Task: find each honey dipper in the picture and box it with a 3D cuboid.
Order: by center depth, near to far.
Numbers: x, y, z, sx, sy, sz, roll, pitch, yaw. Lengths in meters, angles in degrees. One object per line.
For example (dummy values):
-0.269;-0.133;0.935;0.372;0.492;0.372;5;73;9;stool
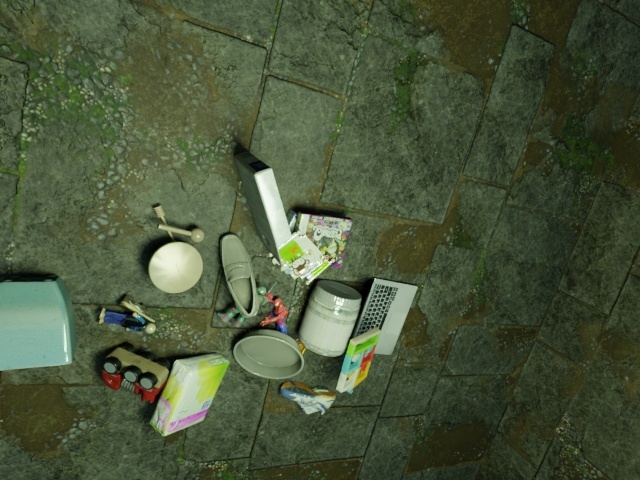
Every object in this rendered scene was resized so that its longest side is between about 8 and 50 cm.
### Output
-0.540;-0.050;1.535;0.030;0.030;0.161;-25;119;-15;honey dipper

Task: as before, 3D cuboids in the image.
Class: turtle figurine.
-0.283;0.235;1.721;0.234;0.118;0.175;-46;121;3;turtle figurine

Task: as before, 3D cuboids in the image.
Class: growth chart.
-0.073;0.070;1.674;0.172;0.021;0.237;-46;123;1;growth chart

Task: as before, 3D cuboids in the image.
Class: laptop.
0.269;0.389;1.961;0.407;0.236;0.382;13;104;-25;laptop

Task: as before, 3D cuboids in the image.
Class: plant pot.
-0.903;0.239;1.363;0.247;0.247;0.252;2;91;-26;plant pot

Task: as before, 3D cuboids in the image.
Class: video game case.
0.000;0.000;1.717;0.232;0.042;0.210;6;109;-28;video game case

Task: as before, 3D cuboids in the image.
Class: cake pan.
-0.208;0.464;1.794;0.293;0.054;0.293;5;131;5;cake pan

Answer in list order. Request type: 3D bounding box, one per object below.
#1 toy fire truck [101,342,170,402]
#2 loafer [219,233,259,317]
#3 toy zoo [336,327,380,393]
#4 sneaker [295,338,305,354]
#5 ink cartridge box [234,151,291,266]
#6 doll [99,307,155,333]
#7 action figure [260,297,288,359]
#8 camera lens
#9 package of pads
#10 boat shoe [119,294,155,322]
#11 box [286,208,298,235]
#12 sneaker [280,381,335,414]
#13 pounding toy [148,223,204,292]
-0.682;0.522;1.622;0.217;0.158;0.246;22;113;2;toy fire truck
-0.296;0.126;1.614;0.112;0.111;0.320;-19;88;-11;loafer
0.157;0.526;1.865;0.192;0.030;0.293;-11;120;-49;toy zoo
-0.121;0.510;1.924;0.064;0.067;0.175;31;96;-33;sneaker
-0.191;-0.118;1.501;0.071;0.324;0.330;-22;117;-14;ink cartridge box
-0.685;0.293;1.565;0.189;0.046;0.129;18;136;-17;doll
-0.194;0.372;1.821;0.139;0.091;0.280;-15;115;-30;action figure
0.038;0.330;1.840;0.219;0.219;0.274;11;104;-28;camera lens
-0.509;0.589;1.700;0.229;0.101;0.297;10;106;-61;package of pads
-0.652;0.250;1.583;0.152;0.056;0.049;50;48;-42;boat shoe
-0.089;-0.034;1.728;0.126;0.072;0.137;22;99;-30;box
-0.067;0.739;2.012;0.296;0.112;0.131;23;99;-30;sneaker
-0.518;0.059;1.551;0.182;0.110;0.237;9;95;-32;pounding toy
